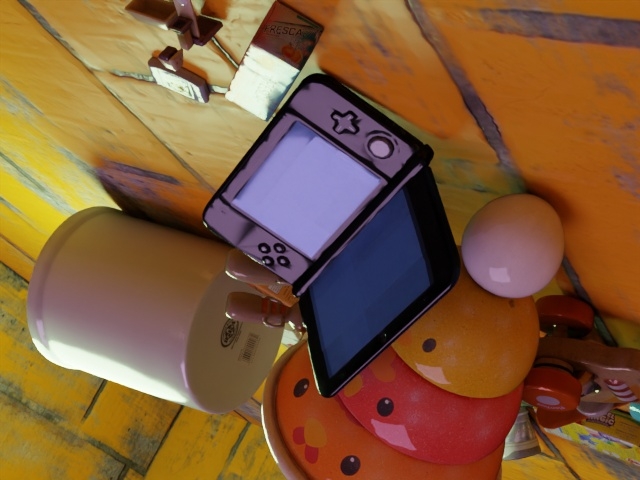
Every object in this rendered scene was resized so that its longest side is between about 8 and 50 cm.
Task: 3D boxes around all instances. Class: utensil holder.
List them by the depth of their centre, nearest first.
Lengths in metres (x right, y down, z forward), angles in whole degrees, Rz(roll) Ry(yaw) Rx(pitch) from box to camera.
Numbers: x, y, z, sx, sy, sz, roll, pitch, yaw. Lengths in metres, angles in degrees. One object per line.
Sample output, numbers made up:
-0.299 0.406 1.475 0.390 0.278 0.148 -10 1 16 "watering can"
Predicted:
-0.306 0.130 2.149 0.385 0.328 0.327 14 159 32 "utensil holder"

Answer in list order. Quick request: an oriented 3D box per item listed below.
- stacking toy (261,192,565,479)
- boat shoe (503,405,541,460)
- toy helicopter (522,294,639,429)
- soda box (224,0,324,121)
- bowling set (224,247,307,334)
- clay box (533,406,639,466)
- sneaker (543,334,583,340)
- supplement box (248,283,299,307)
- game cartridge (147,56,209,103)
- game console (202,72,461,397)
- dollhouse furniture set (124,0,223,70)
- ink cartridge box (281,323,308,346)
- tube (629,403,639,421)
0.153 0.119 1.421 0.350 0.351 0.480 27 127 2 "stacking toy"
0.326 0.374 2.280 0.118 0.103 0.320 -8 180 -22 "boat shoe"
0.434 0.210 1.578 0.355 0.140 0.235 12 154 8 "toy helicopter"
-0.054 -0.195 1.254 0.063 0.058 0.183 30 164 -7 "soda box"
-0.044 -0.012 1.609 0.154 0.200 0.287 11 -150 -12 "bowling set"
0.487 0.326 1.950 0.222 0.053 0.127 17 160 29 "clay box"
0.368 0.165 1.688 0.069 0.038 0.098 30 164 -3 "sneaker"
-0.024 0.096 1.974 0.233 0.080 0.078 30 171 12 "supplement box"
-0.187 -0.211 1.485 0.083 0.017 0.056 24 159 12 "game cartridge"
0.000 0.000 1.328 0.250 0.173 0.293 34 130 -10 "game console"
-0.186 -0.258 1.258 0.114 0.091 0.081 22 147 27 "dollhouse furniture set"
-0.073 0.173 2.361 0.099 0.056 0.135 21 162 19 "ink cartridge box"
0.537 0.265 1.633 0.207 0.080 0.052 20 138 61 "tube"
